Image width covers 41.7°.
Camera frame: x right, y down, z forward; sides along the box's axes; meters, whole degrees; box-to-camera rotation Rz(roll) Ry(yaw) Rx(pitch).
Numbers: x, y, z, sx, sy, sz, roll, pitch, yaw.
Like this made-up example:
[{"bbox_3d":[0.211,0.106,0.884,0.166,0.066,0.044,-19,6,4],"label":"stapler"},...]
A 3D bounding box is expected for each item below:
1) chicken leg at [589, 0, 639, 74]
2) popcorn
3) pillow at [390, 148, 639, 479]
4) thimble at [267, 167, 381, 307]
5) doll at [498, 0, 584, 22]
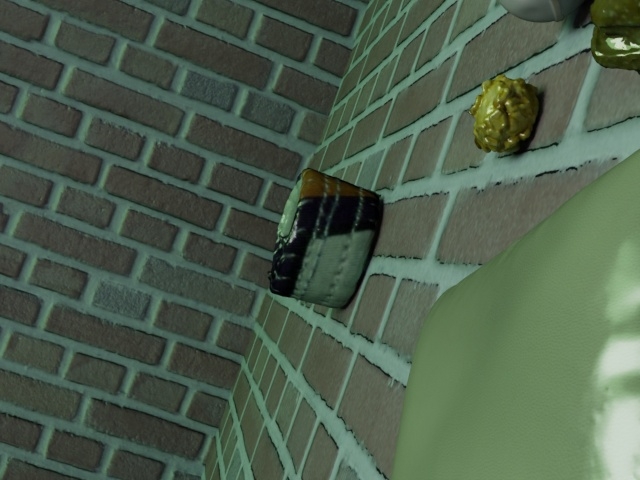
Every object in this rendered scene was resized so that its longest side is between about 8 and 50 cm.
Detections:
[{"bbox_3d":[0.244,-0.213,0.375,0.153,0.201,0.429,-45,-14,-33],"label":"chicken leg"},{"bbox_3d":[0.183,-0.125,0.847,0.082,0.057,0.083,-91,24,-50],"label":"popcorn"},{"bbox_3d":[0.127,0.101,0.452,0.322,0.120,0.255,130,156,-61],"label":"pillow"},{"bbox_3d":[0.000,0.000,1.446,0.237,0.150,0.237,-162,90,-83],"label":"thimble"},{"bbox_3d":[0.216,-0.323,0.861,0.151,0.151,0.287,118,162,-45],"label":"doll"}]
